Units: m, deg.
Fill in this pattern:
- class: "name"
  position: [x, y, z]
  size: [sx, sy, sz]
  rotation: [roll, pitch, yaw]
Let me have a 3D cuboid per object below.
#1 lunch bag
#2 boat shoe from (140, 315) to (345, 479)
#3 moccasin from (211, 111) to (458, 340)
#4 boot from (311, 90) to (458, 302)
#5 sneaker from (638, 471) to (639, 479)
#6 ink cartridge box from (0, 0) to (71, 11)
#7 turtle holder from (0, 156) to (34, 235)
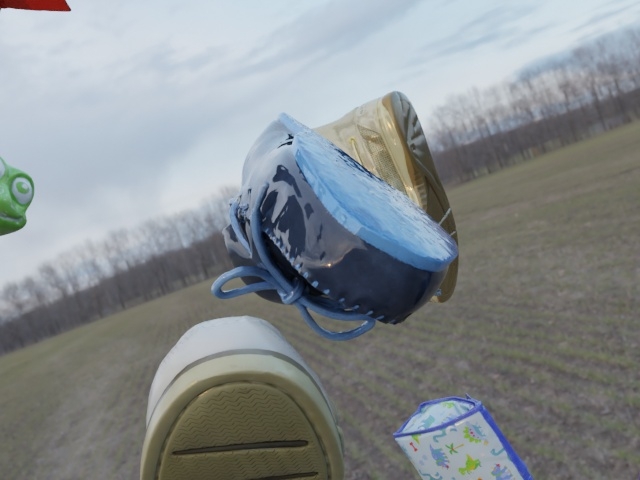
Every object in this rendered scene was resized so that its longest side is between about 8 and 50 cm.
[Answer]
- class: "lunch bag"
  position: [0.196, 0.279, 1.102]
  size: [0.096, 0.128, 0.151]
  rotation: [-39, 6, -36]
- class: "boat shoe"
  position: [-0.040, 0.131, 0.507]
  size: [0.113, 0.103, 0.302]
  rotation: [-5, -41, -1]
- class: "moccasin"
  position: [0.000, 0.000, 0.562]
  size: [0.116, 0.138, 0.342]
  rotation: [-55, 11, 7]
- class: "boot"
  position: [0.051, -0.034, 1.032]
  size: [0.204, 0.261, 0.095]
  rotation: [-14, 9, 31]
- class: "sneaker"
  position: [0.382, 0.157, 0.593]
  size: [0.294, 0.146, 0.102]
  rotation: [7, -14, 6]
- class: "ink cartridge box"
  position: [-0.504, -0.380, 1.105]
  size: [0.239, 0.060, 0.275]
  rotation: [6, -23, 10]
- class: "turtle holder"
  position: [-0.431, -0.091, 0.698]
  size: [0.320, 0.243, 0.227]
  rotation: [14, 60, 33]
